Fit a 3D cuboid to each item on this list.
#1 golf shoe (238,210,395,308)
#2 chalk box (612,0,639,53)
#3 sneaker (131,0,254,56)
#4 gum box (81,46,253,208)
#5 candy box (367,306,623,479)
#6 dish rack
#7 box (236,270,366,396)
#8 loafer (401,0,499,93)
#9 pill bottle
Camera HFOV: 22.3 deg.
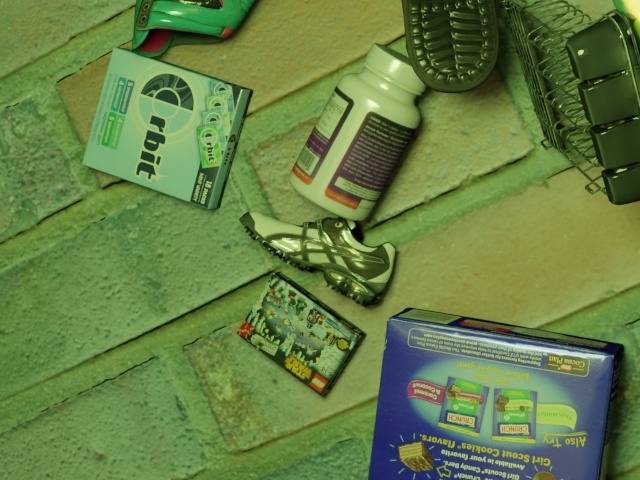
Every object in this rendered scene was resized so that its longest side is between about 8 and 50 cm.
[{"bbox_3d":[0.000,0.000,1.964,0.198,0.077,0.094,29,92,9],"label":"golf shoe"},{"bbox_3d":[0.405,-0.249,1.682,0.179,0.289,0.180,-23,86,19],"label":"chalk box"},{"bbox_3d":[-0.213,-0.320,1.990,0.295,0.124,0.178,21,91,16],"label":"sneaker"},{"bbox_3d":[-0.193,-0.141,2.032,0.184,0.041,0.157,20,100,16],"label":"gum box"},{"bbox_3d":[0.195,0.257,1.879,0.268,0.122,0.317,9,96,18],"label":"candy box"},{"bbox_3d":[0.278,-0.164,1.752,0.074,0.271,0.208,-21,113,-4],"label":"dish rack"},{"bbox_3d":[-0.024,0.115,1.996,0.137,0.027,0.094,35,105,14],"label":"box"},{"bbox_3d":[0.132,-0.337,1.846,0.134,0.130,0.366,2,81,0],"label":"loafer"},{"bbox_3d":[0.051,-0.130,1.911,0.108,0.108,0.193,33,104,15],"label":"pill bottle"}]
